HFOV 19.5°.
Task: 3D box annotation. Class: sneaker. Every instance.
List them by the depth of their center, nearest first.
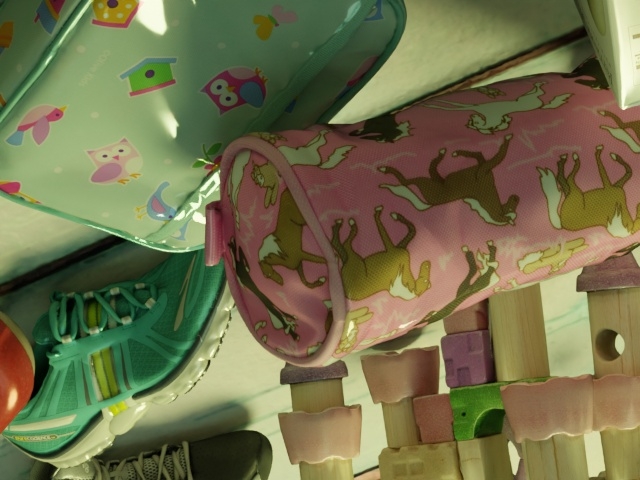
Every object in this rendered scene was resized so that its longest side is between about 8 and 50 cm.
[{"bbox_3d":[-0.159,0.077,1.415,0.110,0.107,0.275,34,120,-27],"label":"sneaker"},{"bbox_3d":[-0.161,0.201,1.554,0.229,0.086,0.132,-31,125,10],"label":"sneaker"}]

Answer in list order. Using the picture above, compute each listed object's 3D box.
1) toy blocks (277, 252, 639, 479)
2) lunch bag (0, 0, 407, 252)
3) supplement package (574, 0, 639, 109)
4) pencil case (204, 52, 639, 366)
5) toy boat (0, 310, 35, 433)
[{"bbox_3d":[0.154,0.103,1.466,0.289,0.260,0.309,-12,172,41],"label":"toy blocks"},{"bbox_3d":[-0.086,-0.122,1.218,0.224,0.108,0.279,23,125,-33],"label":"lunch bag"},{"bbox_3d":[0.231,-0.256,1.095,0.198,0.199,0.262,-16,137,2],"label":"supplement package"},{"bbox_3d":[0.117,-0.041,1.234,0.386,0.160,0.167,-19,168,-27],"label":"pencil case"},{"bbox_3d":[-0.323,0.137,1.370,0.151,0.151,0.231,38,120,-9],"label":"toy boat"}]
